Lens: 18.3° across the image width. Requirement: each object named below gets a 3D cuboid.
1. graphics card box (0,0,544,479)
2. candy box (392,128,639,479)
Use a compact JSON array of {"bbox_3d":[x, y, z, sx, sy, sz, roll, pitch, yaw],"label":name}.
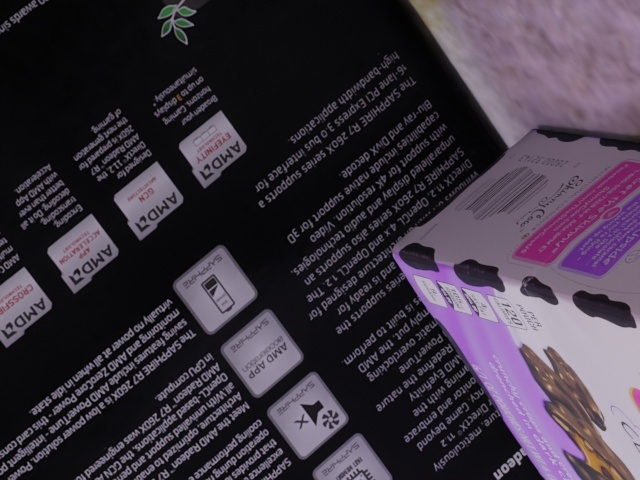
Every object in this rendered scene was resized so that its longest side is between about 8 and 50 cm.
[{"bbox_3d":[-0.053,0.009,0.703,0.371,0.233,0.094,54,165,-17],"label":"graphics card box"},{"bbox_3d":[0.128,0.056,0.603,0.165,0.070,0.196,55,165,-19],"label":"candy box"}]
